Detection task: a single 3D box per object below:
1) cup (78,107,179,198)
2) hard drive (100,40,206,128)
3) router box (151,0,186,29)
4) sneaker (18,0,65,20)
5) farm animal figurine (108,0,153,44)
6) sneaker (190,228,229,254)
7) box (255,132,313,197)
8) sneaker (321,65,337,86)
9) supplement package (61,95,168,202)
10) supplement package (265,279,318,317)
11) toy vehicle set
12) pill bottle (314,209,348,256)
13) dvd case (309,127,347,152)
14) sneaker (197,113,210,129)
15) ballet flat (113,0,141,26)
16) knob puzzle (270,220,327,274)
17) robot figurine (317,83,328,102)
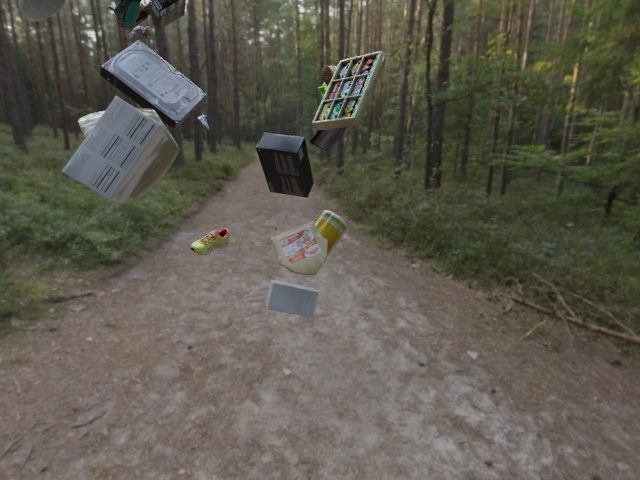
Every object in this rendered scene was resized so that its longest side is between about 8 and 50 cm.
[{"bbox_3d":[-0.670,-0.352,1.476,0.237,0.331,0.331,-31,22,-9],"label":"cup"},{"bbox_3d":[-0.674,-0.639,1.642,0.064,0.339,0.236,-33,24,50],"label":"hard drive"},{"bbox_3d":[-0.612,-0.935,1.616,0.133,0.046,0.179,-40,17,-15],"label":"router box"},{"bbox_3d":[-0.800,-0.771,1.154,0.151,0.255,0.094,43,11,22],"label":"sneaker"},{"bbox_3d":[-0.896,-1.170,1.980,0.172,0.326,0.330,38,-3,24],"label":"farm animal figurine"},{"bbox_3d":[-0.493,-0.005,1.795,0.081,0.094,0.209,36,34,20],"label":"sneaker"},{"bbox_3d":[-0.144,-0.314,1.692,0.185,0.261,0.103,9,55,15],"label":"box"},{"bbox_3d":[0.074,-0.534,1.420,0.084,0.185,0.070,-20,1,-39],"label":"sneaker"},{"bbox_3d":[-0.607,-0.262,1.211,0.145,0.261,0.204,34,-7,-14],"label":"supplement package"},{"bbox_3d":[-0.111,0.222,1.538,0.180,0.105,0.105,14,-1,-12],"label":"supplement package"},{"bbox_3d":[0.091,-0.470,1.260,0.166,0.266,0.035,6,-23,39],"label":"toy vehicle set"},{"bbox_3d":[0.000,0.000,1.760,0.136,0.136,0.245,19,69,51],"label":"pill bottle"},{"bbox_3d":[0.048,-0.467,1.702,0.022,0.180,0.253,42,14,9],"label":"dvd case"},{"bbox_3d":[-0.678,-0.714,2.383,0.069,0.098,0.038,-41,-3,-11],"label":"sneaker"},{"bbox_3d":[-0.543,-0.710,1.143,0.070,0.188,0.070,32,33,-24],"label":"ballet flat"},{"bbox_3d":[-0.062,0.043,1.426,0.213,0.213,0.030,0,-28,-1],"label":"knob puzzle"},{"bbox_3d":[0.035,-0.619,1.690,0.101,0.115,0.067,13,-27,-28],"label":"robot figurine"}]
